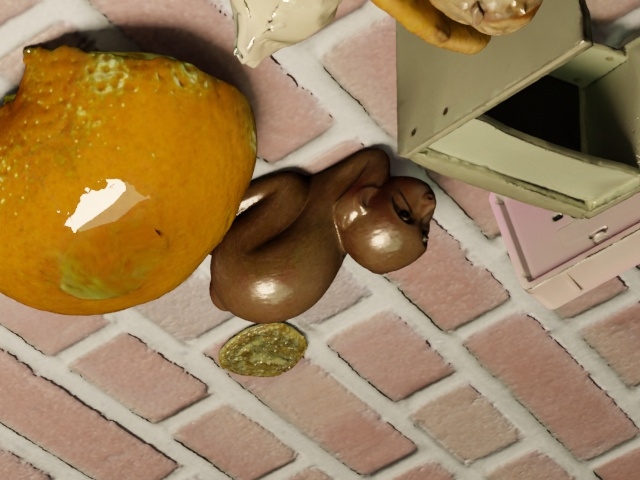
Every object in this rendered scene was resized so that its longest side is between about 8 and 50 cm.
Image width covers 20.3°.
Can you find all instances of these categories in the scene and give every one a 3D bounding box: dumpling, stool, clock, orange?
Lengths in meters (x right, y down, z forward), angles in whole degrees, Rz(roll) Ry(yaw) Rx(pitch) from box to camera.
[{"bbox_3d":[-0.018,-0.241,1.628,0.127,0.108,0.188,-13,129,-40],"label":"dumpling"},{"bbox_3d":[0.241,-0.165,1.680,0.243,0.170,0.269,16,150,-32],"label":"stool"},{"bbox_3d":[0.295,-0.032,1.924,0.197,0.150,0.063,-31,140,18],"label":"clock"},{"bbox_3d":[-0.207,-0.044,1.754,0.334,0.196,0.262,-41,148,18],"label":"orange"}]

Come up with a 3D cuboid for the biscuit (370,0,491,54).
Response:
[{"bbox_3d":[0.061,-0.254,1.537,0.041,0.203,0.260,-39,119,21],"label":"biscuit"}]

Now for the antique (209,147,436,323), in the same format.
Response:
[{"bbox_3d":[0.000,0.000,1.879,0.256,0.143,0.121,-17,139,-1],"label":"antique"}]

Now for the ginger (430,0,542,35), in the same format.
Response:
[{"bbox_3d":[0.213,-0.350,1.483,0.375,0.256,0.176,-35,152,1],"label":"ginger"}]

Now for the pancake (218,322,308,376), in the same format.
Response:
[{"bbox_3d":[-0.067,0.131,2.105,0.108,0.017,0.108,-9,143,-6],"label":"pancake"}]
